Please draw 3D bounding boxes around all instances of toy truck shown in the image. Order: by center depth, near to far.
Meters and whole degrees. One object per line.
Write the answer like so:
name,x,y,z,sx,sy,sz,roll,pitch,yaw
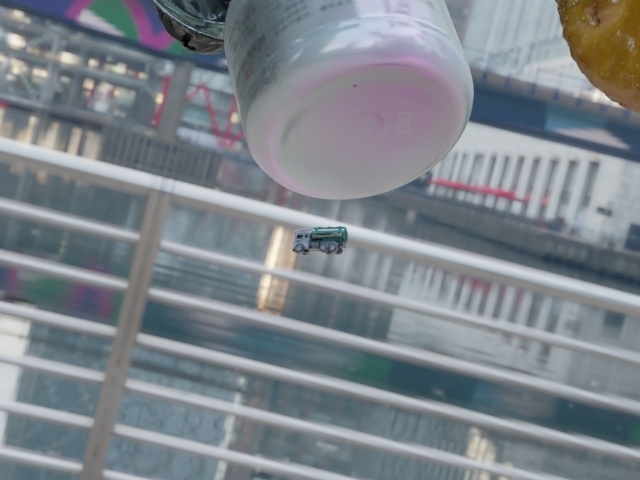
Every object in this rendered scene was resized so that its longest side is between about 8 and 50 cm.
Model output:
toy truck,0.000,0.000,1.867,0.083,0.044,0.039,-1,-9,16

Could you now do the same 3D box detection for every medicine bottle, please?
medicine bottle,0.015,-0.236,1.398,0.256,0.256,0.325,13,45,-33

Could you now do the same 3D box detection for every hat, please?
hat,-0.149,-0.325,1.627,0.265,0.265,0.128,13,-38,-24

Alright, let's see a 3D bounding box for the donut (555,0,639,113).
donut,0.323,-0.219,0.977,0.108,0.277,0.277,4,8,-36
